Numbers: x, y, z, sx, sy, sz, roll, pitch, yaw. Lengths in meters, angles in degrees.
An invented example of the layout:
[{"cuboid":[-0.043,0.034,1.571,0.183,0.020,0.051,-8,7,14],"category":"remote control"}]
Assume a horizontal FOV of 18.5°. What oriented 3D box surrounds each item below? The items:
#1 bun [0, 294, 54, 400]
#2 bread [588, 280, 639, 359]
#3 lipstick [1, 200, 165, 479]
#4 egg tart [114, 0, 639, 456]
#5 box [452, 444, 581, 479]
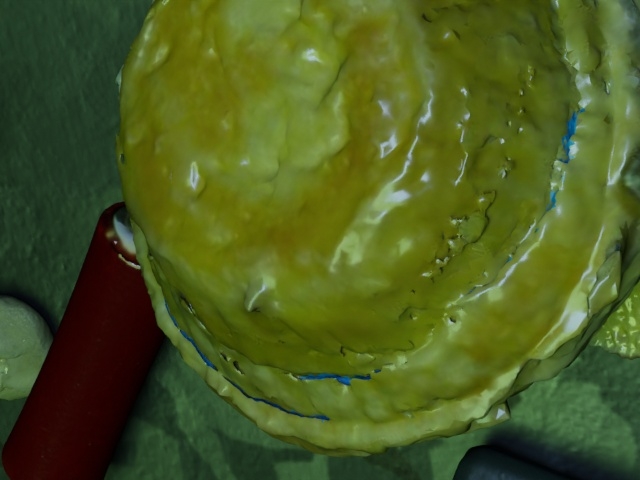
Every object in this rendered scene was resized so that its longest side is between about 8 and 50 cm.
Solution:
[{"cuboid":[-0.239,0.082,1.439,0.086,0.055,0.086,12,118,25],"category":"bun"},{"cuboid":[0.194,-0.010,1.148,0.103,0.065,0.187,26,118,19],"category":"bread"},{"cuboid":[-0.154,0.082,1.377,0.080,0.080,0.241,34,124,13],"category":"lipstick"},{"cuboid":[0.016,-0.064,1.113,0.388,0.169,0.388,-3,84,34],"category":"egg tart"},{"cuboid":[0.170,0.238,1.234,0.230,0.050,0.160,20,86,21],"category":"box"}]
